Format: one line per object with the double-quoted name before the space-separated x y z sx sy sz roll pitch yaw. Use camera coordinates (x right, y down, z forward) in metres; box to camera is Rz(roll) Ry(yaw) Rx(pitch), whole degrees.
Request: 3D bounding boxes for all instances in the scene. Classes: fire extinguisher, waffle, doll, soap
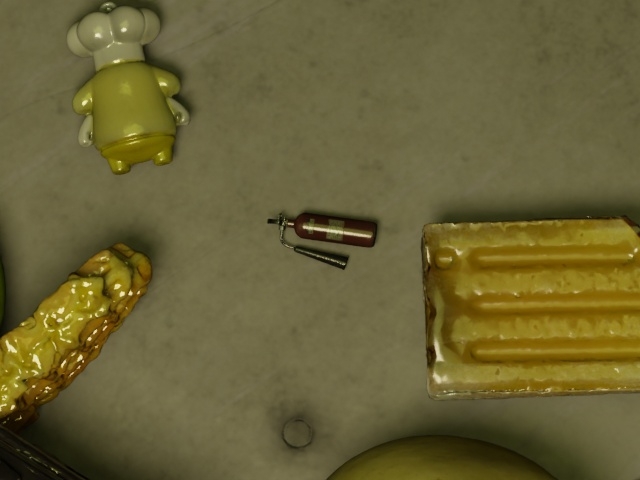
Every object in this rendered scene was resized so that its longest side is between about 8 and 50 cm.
"fire extinguisher" 0.000 0.000 1.767 0.100 0.032 0.046 7 116 2
"waffle" -0.230 0.086 1.689 0.055 0.160 0.211 44 86 6
"doll" -0.181 -0.144 1.773 0.106 0.062 0.162 -12 82 -4
"soap" 0.221 0.061 1.721 0.257 0.080 0.160 -1 83 1

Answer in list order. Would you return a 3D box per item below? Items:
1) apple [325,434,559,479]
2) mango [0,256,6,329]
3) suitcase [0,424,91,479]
"apple" 0.106 0.296 1.610 0.262 0.262 0.262 0 82 2
"mango" -0.386 0.100 1.706 0.175 0.143 0.293 23 91 13
"suitcase" -0.195 0.342 1.584 0.434 0.283 0.194 30 45 7
